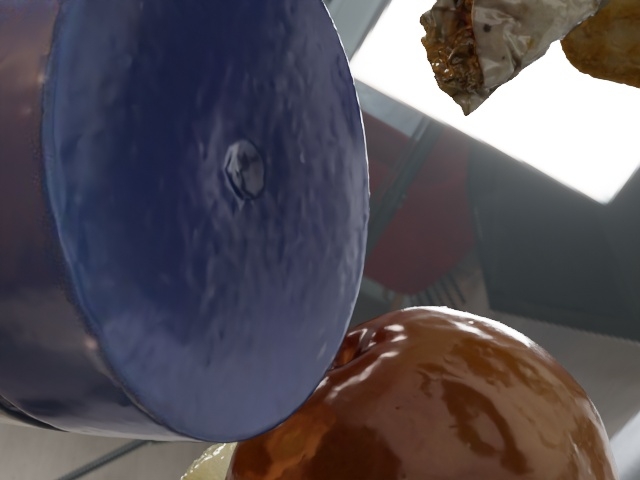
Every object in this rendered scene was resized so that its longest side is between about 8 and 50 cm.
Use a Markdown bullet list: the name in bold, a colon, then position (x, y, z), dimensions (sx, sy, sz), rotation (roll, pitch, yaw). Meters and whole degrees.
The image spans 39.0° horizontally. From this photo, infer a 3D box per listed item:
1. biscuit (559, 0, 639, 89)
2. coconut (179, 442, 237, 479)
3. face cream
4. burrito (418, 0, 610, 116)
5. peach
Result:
- **biscuit**: position (0.333, -0.182, 0.803), dimensions (0.247, 0.118, 0.029), rotation (18, 34, 19)
- **coconut**: position (-0.060, 0.388, 1.182), dimensions (0.244, 0.239, 0.239), rotation (26, 14, 39)
- **face cream**: position (-0.126, -0.027, 0.463), dimensions (0.225, 0.248, 0.249), rotation (-3, 4, 29)
- **burrito**: position (0.227, -0.265, 0.707), dimensions (0.117, 0.392, 0.076), rotation (46, 1, -20)
- **peach**: position (0.080, 0.215, 0.775), dimensions (0.301, 0.343, 0.343), rotation (53, 19, -7)
